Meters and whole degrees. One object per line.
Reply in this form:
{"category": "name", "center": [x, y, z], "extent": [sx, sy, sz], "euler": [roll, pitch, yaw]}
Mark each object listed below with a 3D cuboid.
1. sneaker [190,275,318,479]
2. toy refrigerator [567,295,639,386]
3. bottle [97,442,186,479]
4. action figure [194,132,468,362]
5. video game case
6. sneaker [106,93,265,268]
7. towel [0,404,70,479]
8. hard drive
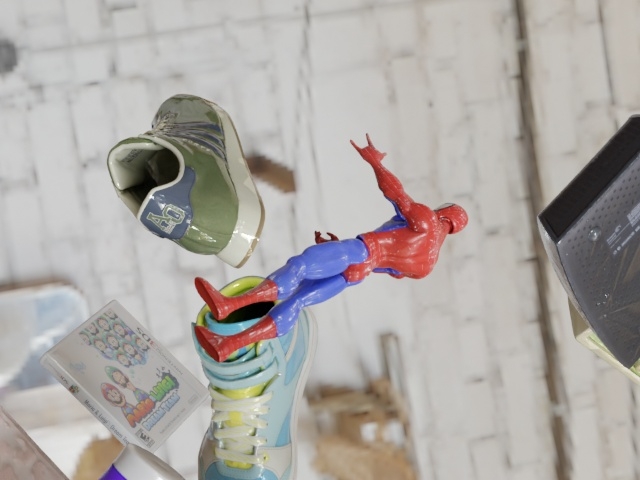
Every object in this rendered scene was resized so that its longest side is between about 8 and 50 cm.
{"category": "sneaker", "center": [-0.097, 0.188, 1.833], "extent": [0.208, 0.127, 0.319], "euler": [56, 40, -65]}
{"category": "toy refrigerator", "center": [0.446, 0.139, 2.053], "extent": [0.102, 0.269, 0.094], "euler": [-38, -148, 29]}
{"category": "bottle", "center": [-0.210, 0.293, 1.274], "extent": [0.092, 0.283, 0.118], "euler": [36, 0, 0]}
{"category": "action figure", "center": [0.000, 0.000, 1.460], "extent": [0.139, 0.280, 0.091], "euler": [51, -31, 38]}
{"category": "video game case", "center": [-0.193, 0.138, 1.607], "extent": [0.143, 0.019, 0.157], "euler": [44, 26, 1]}
{"category": "sneaker", "center": [-0.102, -0.055, 1.071], "extent": [0.064, 0.086, 0.192], "euler": [-61, -150, 21]}
{"category": "towel", "center": [-0.319, 0.323, 1.466], "extent": [0.317, 0.053, 0.332], "euler": [48, 40, -21]}
{"category": "hard drive", "center": [0.290, 0.000, 1.483], "extent": [0.054, 0.172, 0.255], "euler": [39, -7, 38]}
